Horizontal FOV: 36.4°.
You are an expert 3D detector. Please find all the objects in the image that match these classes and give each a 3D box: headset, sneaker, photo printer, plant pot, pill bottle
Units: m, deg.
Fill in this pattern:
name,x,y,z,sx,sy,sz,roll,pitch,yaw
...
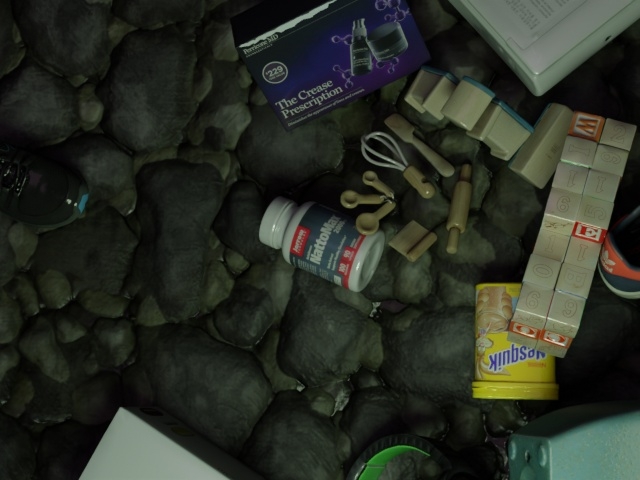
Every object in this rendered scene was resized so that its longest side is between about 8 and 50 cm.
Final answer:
name,x,y,z,sx,sy,sz,roll,pitch,yaw
headset,0.183,0.445,1.362,0.394,0.185,0.243,44,110,47
sneaker,-0.563,-0.115,1.677,0.340,0.139,0.125,19,85,16
photo printer,0.374,-0.408,1.487,0.307,0.107,0.256,-39,72,3
sneaker,0.551,-0.038,1.354,0.350,0.148,0.131,-31,60,7
plant pot,0.384,0.327,1.257,0.252,0.247,0.248,2,81,-10
pill bottle,0.000,0.000,1.527,0.180,0.108,0.108,22,87,17

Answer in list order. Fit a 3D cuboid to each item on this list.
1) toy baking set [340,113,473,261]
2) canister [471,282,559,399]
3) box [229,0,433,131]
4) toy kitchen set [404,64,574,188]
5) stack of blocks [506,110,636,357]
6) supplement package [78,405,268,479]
name,x,y,z,sx,sy,sz,roll,pitch,yaw
toy baking set,0.141,-0.088,1.501,0.196,0.030,0.256,19,60,2
canister,0.289,0.150,1.445,0.126,0.073,0.170,-1,80,13
box,0.017,-0.313,1.521,0.261,0.184,0.103,-25,39,10
toy kitchen set,0.264,-0.199,1.496,0.122,0.207,0.166,-56,29,2
stack of blocks,0.348,-0.007,1.356,0.087,0.171,0.297,17,68,13
supplement package,-0.229,0.408,1.503,0.261,0.145,0.204,30,90,17
